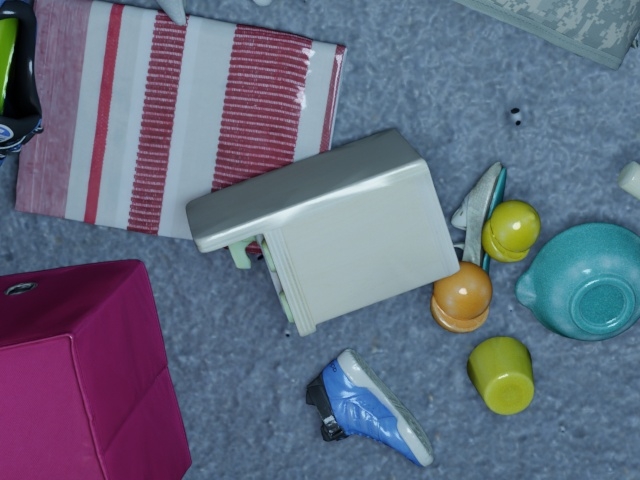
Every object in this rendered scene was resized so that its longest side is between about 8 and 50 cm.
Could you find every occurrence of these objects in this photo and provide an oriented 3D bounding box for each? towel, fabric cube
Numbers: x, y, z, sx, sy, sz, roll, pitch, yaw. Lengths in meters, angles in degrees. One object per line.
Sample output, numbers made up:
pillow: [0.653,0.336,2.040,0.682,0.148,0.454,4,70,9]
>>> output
towel: [-0.150,-0.119,1.602,0.328,0.037,0.237,10,105,4]
fabric cube: [-0.306,0.189,1.593,0.254,0.258,0.259,-9,104,12]

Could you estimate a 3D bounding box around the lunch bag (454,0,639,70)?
lunch bag: [0.222,-0.309,1.416,0.287,0.169,0.235,19,106,-31]

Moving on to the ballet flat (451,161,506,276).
ballet flat: [0.154,-0.001,1.578,0.052,0.057,0.168,12,107,15]

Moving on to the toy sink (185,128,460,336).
toy sink: [0.000,0.000,1.518,0.234,0.153,0.131,-20,107,-3]

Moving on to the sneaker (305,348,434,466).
sneaker: [0.048,0.199,1.645,0.084,0.058,0.152,-41,92,11]

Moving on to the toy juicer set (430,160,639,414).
toy juicer set: [0.257,0.018,1.538,0.329,0.089,0.209,-32,115,11]

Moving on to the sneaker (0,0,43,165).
sneaker: [-0.367,-0.114,1.558,0.129,0.147,0.330,2,113,-38]

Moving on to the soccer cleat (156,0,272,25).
soccer cleat: [-0.030,-0.315,1.502,0.331,0.116,0.143,-17,120,14]
